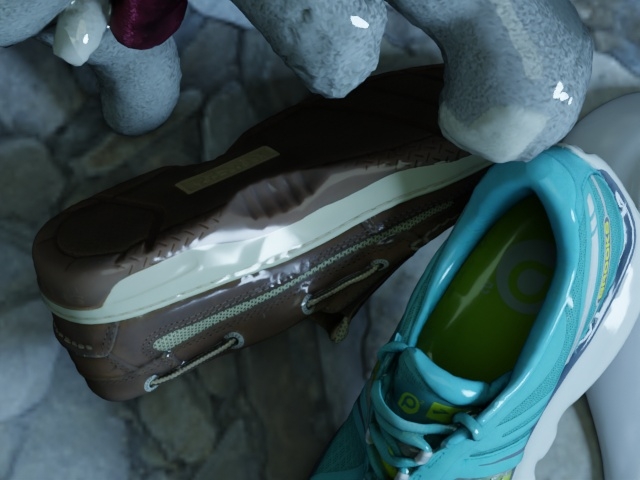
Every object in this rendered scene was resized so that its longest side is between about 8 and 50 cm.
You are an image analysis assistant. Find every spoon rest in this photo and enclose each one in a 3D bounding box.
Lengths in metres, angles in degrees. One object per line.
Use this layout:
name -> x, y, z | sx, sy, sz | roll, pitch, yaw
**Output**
spoon rest -> 0.167, 0.057, 0.787 | 0.137, 0.084, 0.276 | 9, 69, -9

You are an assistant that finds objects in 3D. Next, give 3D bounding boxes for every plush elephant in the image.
plush elephant -> -0.079, -0.143, 0.694 | 0.330, 0.255, 0.272 | 36, 33, -35

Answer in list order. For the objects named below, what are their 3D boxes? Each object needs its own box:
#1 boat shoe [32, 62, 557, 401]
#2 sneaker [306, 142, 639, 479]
boat shoe -> -0.004, -0.003, 0.766 | 0.257, 0.095, 0.095 | -21, 122, -17
sneaker -> 0.045, 0.081, 0.720 | 0.107, 0.110, 0.275 | 26, 92, 24
